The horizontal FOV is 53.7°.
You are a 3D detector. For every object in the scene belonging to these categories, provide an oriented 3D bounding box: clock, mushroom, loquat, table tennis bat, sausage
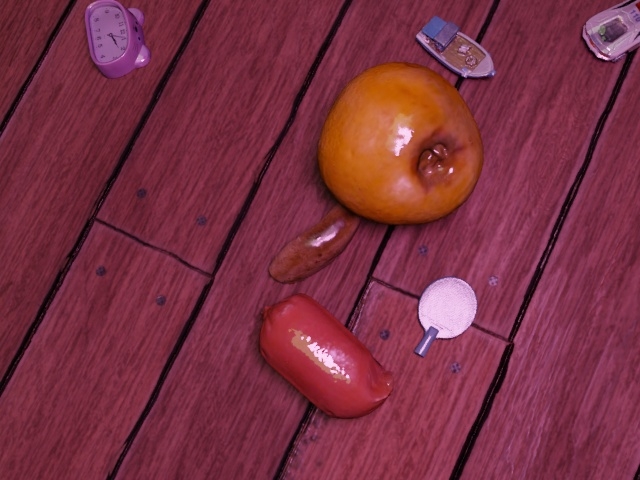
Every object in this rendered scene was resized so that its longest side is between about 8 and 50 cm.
[{"bbox_3d":[-0.406,-0.409,1.262,0.110,0.050,0.152,-13,78,3],"label":"clock"},{"bbox_3d":[0.000,0.002,1.120,0.210,0.094,0.072,-40,74,-7],"label":"mushroom"},{"bbox_3d":[0.123,-0.154,1.054,0.275,0.275,0.274,-1,79,6],"label":"loquat"},{"bbox_3d":[0.212,0.135,1.106,0.100,0.019,0.155,30,82,11],"label":"table tennis bat"},{"bbox_3d":[0.000,0.195,1.054,0.254,0.148,0.148,44,86,11],"label":"sausage"}]

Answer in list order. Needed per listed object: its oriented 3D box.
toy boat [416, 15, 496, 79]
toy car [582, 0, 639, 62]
[{"bbox_3d":[0.254,-0.354,1.176,0.173,0.059,0.069,42,86,12],"label":"toy boat"},{"bbox_3d":[0.580,-0.403,1.153,0.205,0.056,0.095,-28,76,1],"label":"toy car"}]
